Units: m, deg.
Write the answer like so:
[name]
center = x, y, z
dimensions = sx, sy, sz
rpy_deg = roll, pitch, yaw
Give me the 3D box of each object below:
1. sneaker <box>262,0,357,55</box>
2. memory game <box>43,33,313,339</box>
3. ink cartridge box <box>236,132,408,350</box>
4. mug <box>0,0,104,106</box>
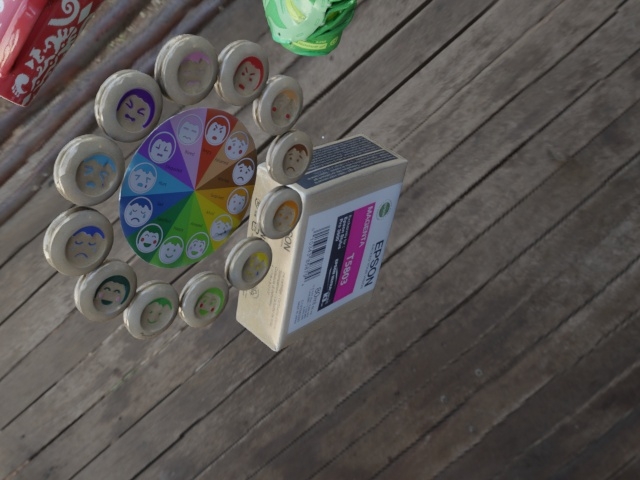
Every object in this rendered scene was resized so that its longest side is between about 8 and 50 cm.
[sneaker]
center = 0.009, -0.250, 0.738
dimensions = 0.109, 0.295, 0.123
rpy_deg = -6, 102, -14
[memory game]
center = -0.070, -0.026, 0.424
dimensions = 0.012, 0.186, 0.186
rpy_deg = 28, 99, 36
[ink cartridge box]
center = 0.000, 0.000, 0.941
dimensions = 0.088, 0.193, 0.235
rpy_deg = 34, 129, 32
[mug]
center = -0.353, -0.256, 0.865
dimensions = 0.113, 0.150, 0.169
rpy_deg = 35, 95, 6
